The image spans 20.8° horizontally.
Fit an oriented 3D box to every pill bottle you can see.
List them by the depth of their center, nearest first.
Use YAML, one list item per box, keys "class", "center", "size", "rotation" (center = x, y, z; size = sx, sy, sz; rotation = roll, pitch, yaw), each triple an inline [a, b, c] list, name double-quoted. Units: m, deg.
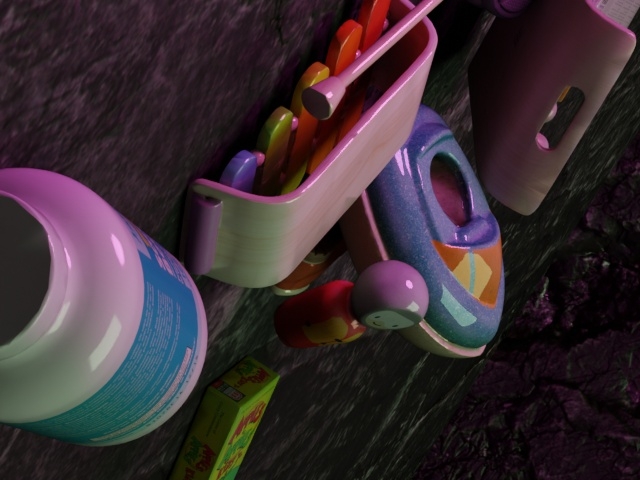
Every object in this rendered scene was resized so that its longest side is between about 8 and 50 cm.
- class: "pill bottle"
  center: [-0.163, 0.042, 1.041]
  size: [0.146, 0.146, 0.264]
  rotation: [-58, 167, -5]

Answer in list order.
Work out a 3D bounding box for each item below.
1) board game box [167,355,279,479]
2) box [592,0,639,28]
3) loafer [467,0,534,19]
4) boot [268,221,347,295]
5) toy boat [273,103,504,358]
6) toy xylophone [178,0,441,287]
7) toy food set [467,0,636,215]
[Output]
- class: "board game box"
  center: [-0.110, 0.217, 1.829]
  size: [0.092, 0.043, 0.181]
  rotation: [-35, 153, -59]
- class: "box"
  center: [0.372, -0.322, 2.342]
  size: [0.067, 0.063, 0.324]
  rotation: [-60, 166, 13]
- class: "loafer"
  center: [0.209, -0.351, 1.713]
  size: [0.096, 0.084, 0.267]
  rotation: [24, 94, -45]
- class: "boot"
  center: [0.000, 0.000, 1.746]
  size: [0.158, 0.059, 0.084]
  rotation: [-36, 163, -51]
- class: "toy boat"
  center: [0.086, 0.013, 1.644]
  size: [0.148, 0.267, 0.318]
  rotation: [-18, -166, 34]
- class: "toy xylophone"
  center: [0.008, -0.105, 1.471]
  size: [0.322, 0.081, 0.236]
  rotation: [-46, 161, -43]
- class: "toy food set"
  center: [0.243, -0.193, 1.781]
  size: [0.306, 0.092, 0.219]
  rotation: [-89, -157, -56]
